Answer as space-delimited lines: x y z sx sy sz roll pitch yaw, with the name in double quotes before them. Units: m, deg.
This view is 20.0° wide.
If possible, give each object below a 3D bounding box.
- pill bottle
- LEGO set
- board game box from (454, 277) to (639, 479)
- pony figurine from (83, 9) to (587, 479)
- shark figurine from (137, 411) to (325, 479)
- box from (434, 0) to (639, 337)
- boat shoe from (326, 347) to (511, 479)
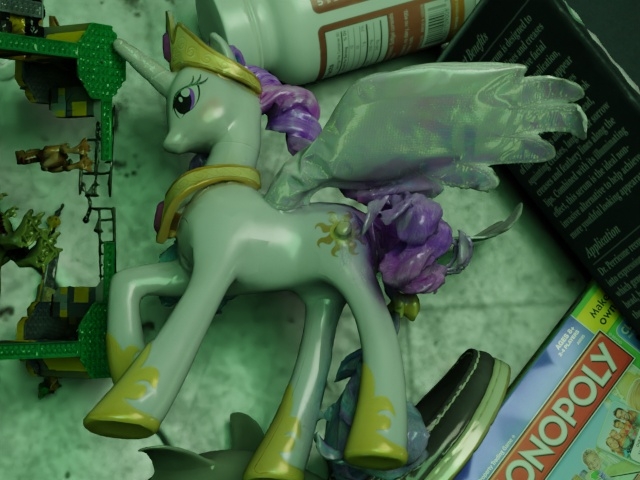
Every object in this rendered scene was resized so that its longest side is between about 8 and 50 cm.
"pill bottle" 0.011 -0.201 1.520 0.216 0.121 0.121 -17 80 -14
"LEGO set" -0.286 -0.031 1.389 0.192 0.255 0.331 0 98 32
"board game box" 0.239 0.189 1.502 0.213 0.046 0.317 39 72 0
"pony figurine" 0.000 0.000 1.360 0.351 0.303 0.363 8 63 -6
"shark figurine" -0.128 0.207 1.385 0.278 0.116 0.166 -28 49 7
"box" 0.341 -0.100 1.481 0.293 0.212 0.395 -33 82 -26
"boat shoe" 0.041 0.188 1.438 0.092 0.103 0.285 41 78 -4
